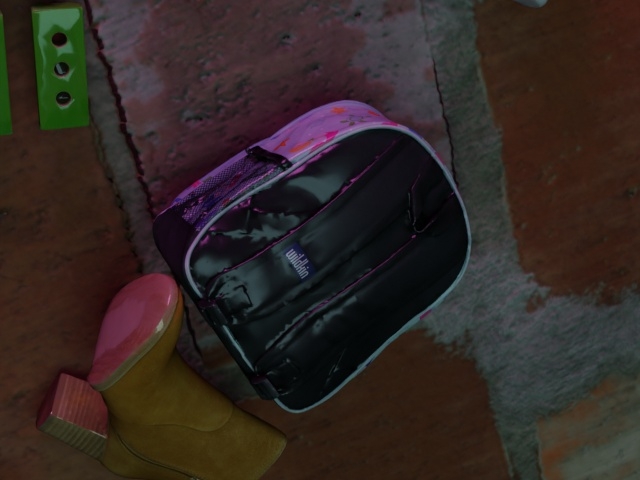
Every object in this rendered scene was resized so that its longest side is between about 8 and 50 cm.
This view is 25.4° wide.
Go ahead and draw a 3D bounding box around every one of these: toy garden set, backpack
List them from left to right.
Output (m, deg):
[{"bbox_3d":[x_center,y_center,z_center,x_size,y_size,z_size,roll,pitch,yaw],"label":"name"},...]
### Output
[{"bbox_3d":[-0.324,-0.186,1.185,0.244,0.049,0.204,-7,116,-16],"label":"toy garden set"},{"bbox_3d":[0.000,0.000,1.294,0.253,0.191,0.225,-35,117,-4],"label":"backpack"}]

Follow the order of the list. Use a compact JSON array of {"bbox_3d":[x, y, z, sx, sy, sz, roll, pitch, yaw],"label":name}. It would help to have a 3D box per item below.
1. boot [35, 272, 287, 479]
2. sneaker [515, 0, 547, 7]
[{"bbox_3d":[-0.119,0.145,1.310,0.211,0.104,0.295,24,141,-19],"label":"boot"},{"bbox_3d":[0.150,-0.307,1.291,0.212,0.080,0.094,35,86,-35],"label":"sneaker"}]
